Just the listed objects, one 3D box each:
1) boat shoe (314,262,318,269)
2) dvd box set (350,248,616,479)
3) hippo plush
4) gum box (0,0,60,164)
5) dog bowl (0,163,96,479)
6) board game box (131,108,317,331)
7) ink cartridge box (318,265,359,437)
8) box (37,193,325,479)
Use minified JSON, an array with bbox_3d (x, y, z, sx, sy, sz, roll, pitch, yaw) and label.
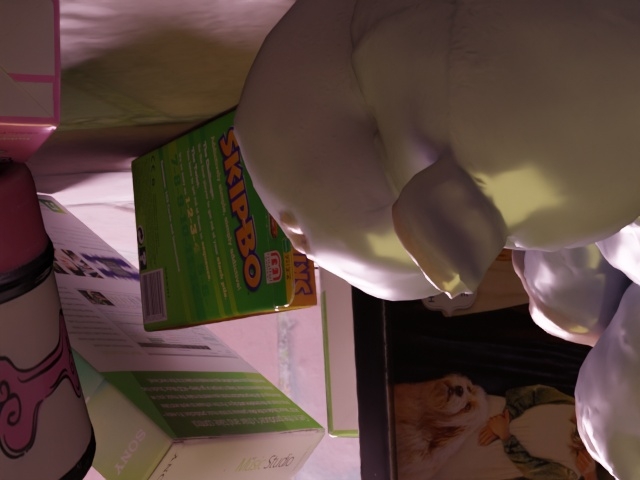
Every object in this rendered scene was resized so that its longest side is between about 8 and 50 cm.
[{"bbox_3d":[0.000,0.000,1.458,0.152,0.056,0.049,10,176,-16],"label":"boat shoe"},{"bbox_3d":[0.227,0.083,1.090,0.420,0.308,0.062,1,171,-21],"label":"dvd box set"},{"bbox_3d":[0.105,-0.012,0.504,0.236,0.234,0.294,2,174,-34],"label":"hippo plush"},{"bbox_3d":[-0.203,-0.072,0.657,0.188,0.062,0.107,1,174,-18],"label":"gum box"},{"bbox_3d":[-0.311,0.028,0.733,0.408,0.150,0.408,4,-170,-1],"label":"dog bowl"},{"bbox_3d":[-0.064,-0.011,0.977,0.039,0.124,0.259,-3,175,-23],"label":"board game box"},{"bbox_3d":[0.070,0.063,1.308,0.119,0.207,0.353,-4,173,5],"label":"ink cartridge box"},{"bbox_3d":[-0.171,0.064,1.107,0.322,0.058,0.232,37,-169,24],"label":"box"}]
